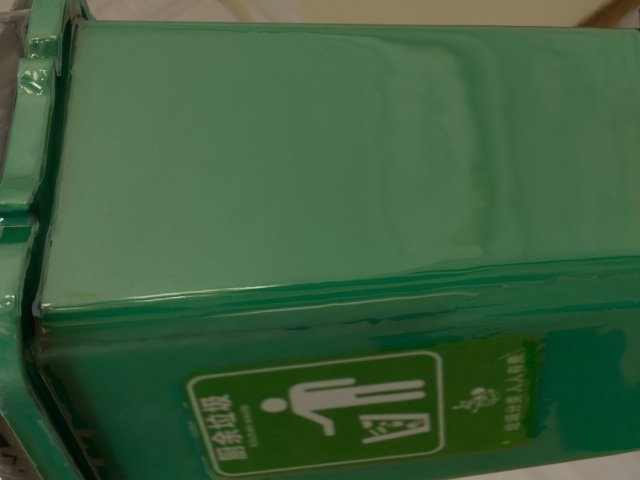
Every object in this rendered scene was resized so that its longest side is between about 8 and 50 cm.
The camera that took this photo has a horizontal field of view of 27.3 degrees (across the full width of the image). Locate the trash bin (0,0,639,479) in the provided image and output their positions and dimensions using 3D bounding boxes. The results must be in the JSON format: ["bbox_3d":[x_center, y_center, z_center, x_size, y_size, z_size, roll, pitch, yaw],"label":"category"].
[{"bbox_3d":[0.000,0.000,0.738,0.381,0.295,0.259,-3,-37,3],"label":"trash bin"}]
